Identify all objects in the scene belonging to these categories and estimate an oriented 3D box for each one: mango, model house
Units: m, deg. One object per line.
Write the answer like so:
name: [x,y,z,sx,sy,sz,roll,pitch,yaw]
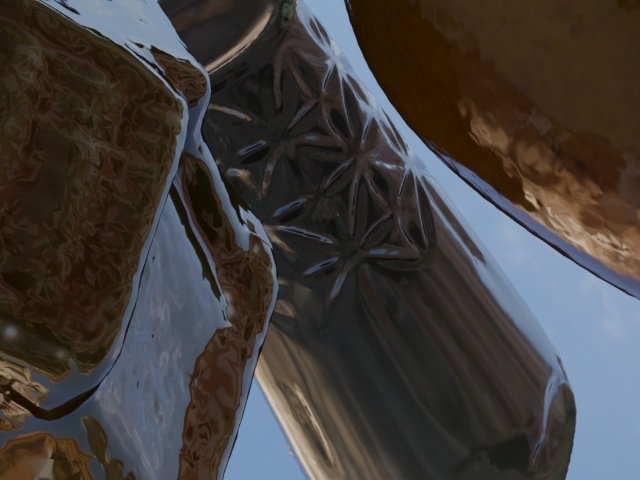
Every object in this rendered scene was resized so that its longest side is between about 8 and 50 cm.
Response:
mango: [0.090,-0.049,0.388,0.221,0.151,0.120,24,-61,29]
model house: [-0.126,-0.006,0.564,0.173,0.239,0.268,-4,-134,14]

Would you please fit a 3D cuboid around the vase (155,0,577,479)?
vase: [0.000,0.000,0.916,0.156,0.301,0.251,-36,-143,-5]
